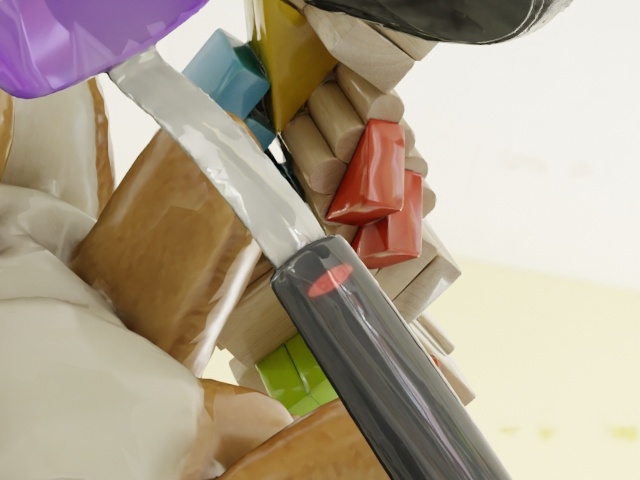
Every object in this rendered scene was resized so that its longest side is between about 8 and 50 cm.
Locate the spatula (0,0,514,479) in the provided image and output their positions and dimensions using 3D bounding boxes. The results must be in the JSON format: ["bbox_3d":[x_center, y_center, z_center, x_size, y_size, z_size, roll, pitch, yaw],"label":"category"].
[{"bbox_3d":[-0.021,-0.013,0.466,0.084,0.296,0.030,-33,-7,-22],"label":"spatula"}]

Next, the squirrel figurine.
[{"bbox_3d":[-0.161,0.090,0.702,0.281,0.370,0.397,3,-59,-24],"label":"squirrel figurine"}]

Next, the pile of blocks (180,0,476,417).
[{"bbox_3d":[0.000,0.000,0.821,0.149,0.113,0.362,-19,-51,-9],"label":"pile of blocks"}]

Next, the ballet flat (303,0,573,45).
[{"bbox_3d":[-0.010,-0.095,0.430,0.173,0.049,0.057,25,-55,16],"label":"ballet flat"}]
